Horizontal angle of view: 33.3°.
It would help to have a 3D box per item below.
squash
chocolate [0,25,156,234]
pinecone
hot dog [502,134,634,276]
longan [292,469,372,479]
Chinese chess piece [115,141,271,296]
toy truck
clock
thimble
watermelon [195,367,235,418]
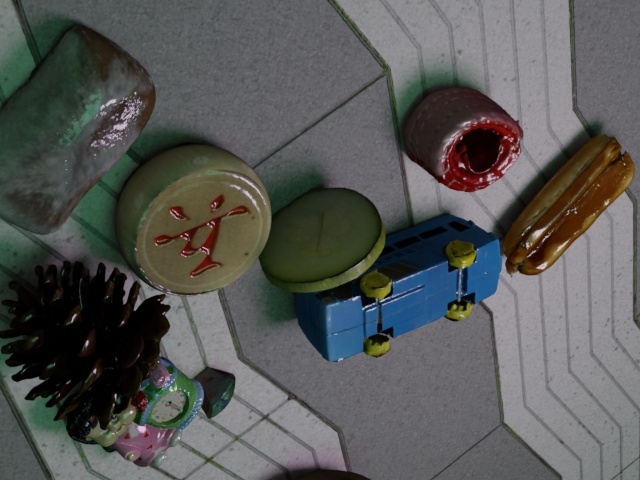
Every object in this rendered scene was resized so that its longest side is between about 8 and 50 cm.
[{"bbox_3d":[0.002,0.003,1.768,0.219,0.219,0.041,-34,133,-10],"label":"squash"},{"bbox_3d":[-0.362,-0.141,1.526,0.303,0.100,0.185,-48,135,6],"label":"chocolate"},{"bbox_3d":[-0.364,0.147,1.613,0.264,0.264,0.264,-16,126,-24],"label":"pinecone"},{"bbox_3d":[0.476,-0.065,2.114,0.337,0.100,0.135,-48,124,0],"label":"hot dog"},{"bbox_3d":[0.012,0.563,2.130,0.246,0.215,0.246,-36,138,-40],"label":"longan"},{"bbox_3d":[-0.200,-0.032,1.693,0.250,0.103,0.249,-16,127,-22],"label":"Chinese chess piece"},{"bbox_3d":[0.145,0.078,1.945,0.385,0.162,0.161,-20,127,-23],"label":"toy truck"},{"bbox_3d":[-0.318,0.280,1.818,0.194,0.100,0.195,-53,134,2],"label":"clock"},{"bbox_3d":[0.246,-0.177,1.875,0.189,0.125,0.163,-1,121,-33],"label":"thimble"},{"bbox_3d":[-0.192,0.275,1.914,0.072,0.092,0.084,9,109,6],"label":"watermelon"}]
